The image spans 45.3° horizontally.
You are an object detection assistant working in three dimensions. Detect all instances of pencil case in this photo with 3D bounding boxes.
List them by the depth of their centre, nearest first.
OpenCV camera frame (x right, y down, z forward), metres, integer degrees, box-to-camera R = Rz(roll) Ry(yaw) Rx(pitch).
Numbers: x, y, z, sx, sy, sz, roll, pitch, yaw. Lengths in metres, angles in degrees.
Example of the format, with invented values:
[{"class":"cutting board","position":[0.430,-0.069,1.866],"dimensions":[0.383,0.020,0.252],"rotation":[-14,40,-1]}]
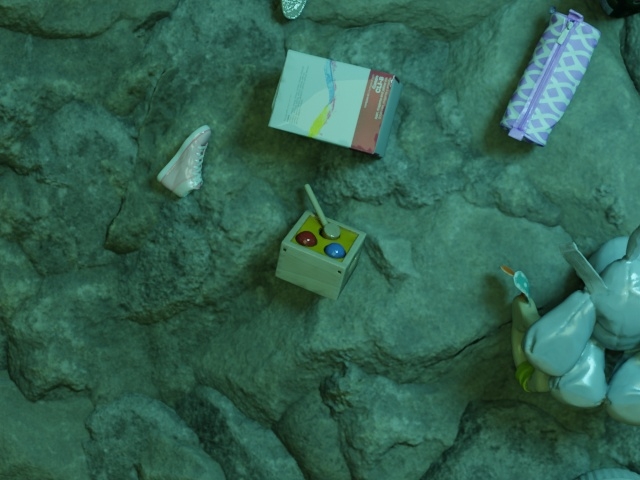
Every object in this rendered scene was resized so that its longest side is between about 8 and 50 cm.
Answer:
[{"class":"pencil case","position":[0.350,-0.245,1.170],"dimensions":[0.086,0.088,0.206],"rotation":[25,100,12]}]

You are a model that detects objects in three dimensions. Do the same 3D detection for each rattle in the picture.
[{"class":"rattle","position":[0.364,0.131,1.193],"dimensions":[0.143,0.130,0.199],"rotation":[-7,80,11]}]

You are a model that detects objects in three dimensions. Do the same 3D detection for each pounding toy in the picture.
[{"class":"pounding toy","position":[0.000,0.000,1.252],"dimensions":[0.130,0.141,0.100],"rotation":[22,127,10]}]

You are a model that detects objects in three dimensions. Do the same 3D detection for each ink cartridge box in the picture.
[{"class":"ink cartridge box","position":[0.026,-0.216,1.222],"dimensions":[0.176,0.128,0.127],"rotation":[16,98,10]}]

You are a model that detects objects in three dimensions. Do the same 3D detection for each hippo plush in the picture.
[{"class":"hippo plush","position":[0.414,0.096,1.113],"dimensions":[0.234,0.236,0.294],"rotation":[-22,101,23]}]

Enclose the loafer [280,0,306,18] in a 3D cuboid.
[{"class":"loafer","position":[-0.044,-0.430,1.271],"dimensions":[0.045,0.039,0.125],"rotation":[4,100,-21]}]

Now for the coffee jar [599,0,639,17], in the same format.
[{"class":"coffee jar","position":[0.454,-0.377,1.085],"dimensions":[0.096,0.184,0.079],"rotation":[-18,91,13]}]

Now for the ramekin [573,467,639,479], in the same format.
[{"class":"ramekin","position":[0.462,0.456,1.192],"dimensions":[0.207,0.109,0.207],"rotation":[1,94,12]}]

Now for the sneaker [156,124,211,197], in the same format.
[{"class":"sneaker","position":[-0.217,-0.131,1.324],"dimensions":[0.070,0.051,0.134],"rotation":[44,105,4]}]
